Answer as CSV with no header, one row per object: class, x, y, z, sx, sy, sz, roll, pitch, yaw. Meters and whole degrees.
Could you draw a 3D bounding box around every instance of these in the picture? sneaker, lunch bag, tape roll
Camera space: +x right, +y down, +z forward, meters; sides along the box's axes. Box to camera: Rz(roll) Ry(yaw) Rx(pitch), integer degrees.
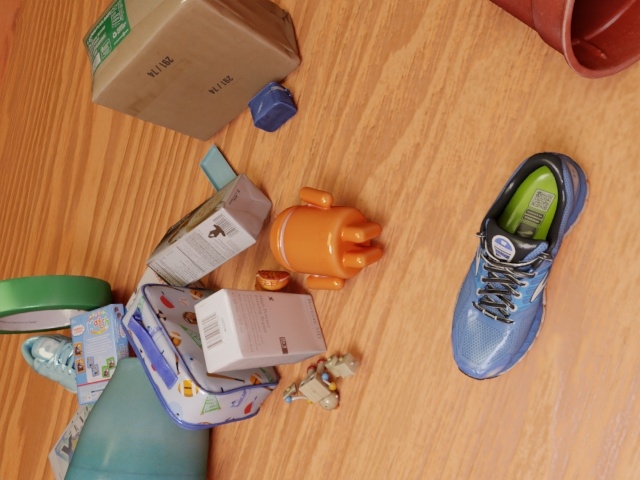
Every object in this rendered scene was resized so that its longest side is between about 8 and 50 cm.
sneaker,-0.677,0.317,1.244,0.366,0.150,0.135,-7,53,35
lunch bag,-0.237,0.207,0.904,0.303,0.243,0.115,45,108,31
sneaker,-0.093,0.089,0.891,0.064,0.175,0.067,5,83,-7
sneaker,0.248,0.031,0.639,0.129,0.147,0.330,22,96,36
lunch bag,-0.100,-0.283,0.988,0.098,0.067,0.065,-31,66,27
tape roll,-0.704,0.167,1.201,0.321,0.321,0.077,-21,71,32

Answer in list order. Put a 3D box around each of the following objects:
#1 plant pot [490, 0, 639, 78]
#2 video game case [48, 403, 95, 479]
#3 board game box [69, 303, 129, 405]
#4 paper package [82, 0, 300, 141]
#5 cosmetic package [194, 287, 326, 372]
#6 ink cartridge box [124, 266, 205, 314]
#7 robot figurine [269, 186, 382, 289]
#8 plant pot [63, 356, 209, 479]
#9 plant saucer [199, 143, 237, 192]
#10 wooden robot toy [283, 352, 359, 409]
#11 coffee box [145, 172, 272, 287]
plant pot,0.317,-0.393,0.599,0.272,0.272,0.265,-51,50,19
video game case,-0.590,0.585,1.231,0.329,0.036,0.300,-53,58,17
board game box,-0.519,0.270,1.116,0.160,0.039,0.212,-17,78,27
paper package,-0.264,-0.390,0.973,0.325,0.309,0.168,-28,67,31
cosmetic package,-0.095,0.154,0.816,0.085,0.231,0.117,-29,68,29
ink cartridge box,-0.369,0.158,1.104,0.148,0.086,0.203,44,110,32
robot figurine,0.000,-0.002,0.836,0.219,0.158,0.128,4,53,36
plant pot,-0.349,0.378,0.961,0.271,0.271,0.255,-11,63,34
plant saucer,-0.218,-0.138,1.083,0.067,0.018,0.192,-49,60,20
wooden robot toy,0.012,0.261,0.841,0.173,0.076,0.079,-38,98,25
coffee box,-0.232,-0.014,0.988,0.246,0.098,0.141,-30,25,29
